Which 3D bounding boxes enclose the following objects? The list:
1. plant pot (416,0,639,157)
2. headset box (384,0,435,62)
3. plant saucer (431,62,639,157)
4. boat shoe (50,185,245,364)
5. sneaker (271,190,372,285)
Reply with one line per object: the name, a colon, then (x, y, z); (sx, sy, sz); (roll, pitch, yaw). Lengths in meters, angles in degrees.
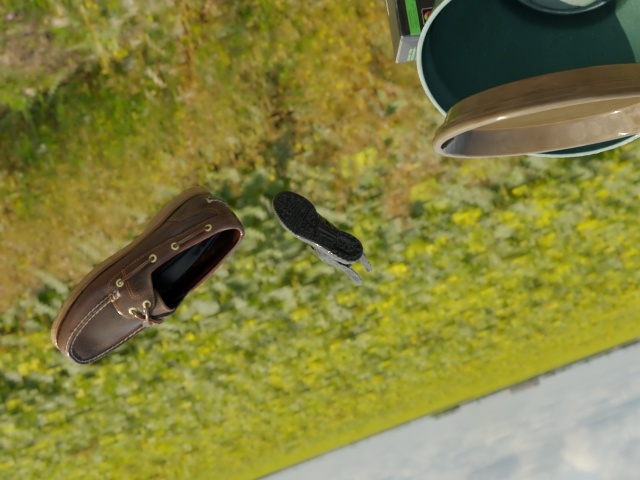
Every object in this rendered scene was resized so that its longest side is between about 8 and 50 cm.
plant pot: (0.272, -0.264, 1.281); (0.293, 0.196, 0.293); (10, 145, 7)
headset box: (0.210, -0.405, 1.584); (0.283, 0.246, 0.131); (-8, 172, -1)
plant saucer: (0.250, -0.131, 1.133); (0.278, 0.041, 0.278); (-7, 175, -1)
boat shoe: (-0.158, 0.040, 1.015); (0.207, 0.073, 0.073); (-47, 144, -1)
sneaker: (0.001, -0.002, 1.508); (0.051, 0.170, 0.089); (-55, -178, -12)
